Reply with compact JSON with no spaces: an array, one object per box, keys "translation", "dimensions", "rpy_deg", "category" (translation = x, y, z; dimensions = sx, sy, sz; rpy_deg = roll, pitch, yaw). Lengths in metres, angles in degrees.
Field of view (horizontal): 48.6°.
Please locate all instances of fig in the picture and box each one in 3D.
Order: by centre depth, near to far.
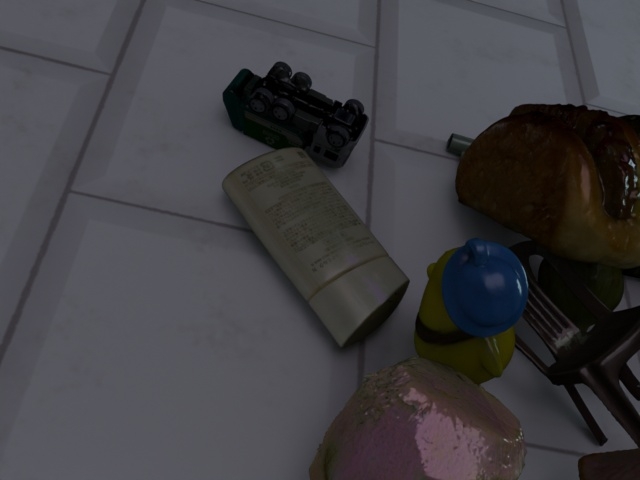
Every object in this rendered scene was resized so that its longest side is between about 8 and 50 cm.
[{"translation":[0.441,0.129,1.191],"dimensions":[0.149,0.149,0.245],"rpy_deg":[7,72,-13],"category":"fig"}]

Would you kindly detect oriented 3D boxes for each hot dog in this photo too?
[{"translation":[0.391,-0.114,1.164],"dimensions":[0.185,0.223,0.405],"rpy_deg":[11,15,-21],"category":"hot dog"}]

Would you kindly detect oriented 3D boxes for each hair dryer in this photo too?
[{"translation":[0.275,-0.152,1.383],"dimensions":[0.063,0.038,0.124],"rpy_deg":[17,59,-3],"category":"hair dryer"}]

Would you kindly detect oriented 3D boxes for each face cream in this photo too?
[{"translation":[0.000,0.000,1.147],"dimensions":[0.173,0.081,0.348],"rpy_deg":[-25,65,-31],"category":"face cream"}]

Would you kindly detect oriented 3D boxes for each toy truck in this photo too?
[{"translation":[-0.048,-0.225,1.275],"dimensions":[0.253,0.124,0.114],"rpy_deg":[27,52,0],"category":"toy truck"}]

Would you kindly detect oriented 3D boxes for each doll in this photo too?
[{"translation":[0.194,0.096,0.969],"dimensions":[0.145,0.363,0.199],"rpy_deg":[-25,61,-9],"category":"doll"}]

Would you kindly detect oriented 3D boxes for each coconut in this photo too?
[{"translation":[0.107,0.283,0.877],"dimensions":[0.233,0.245,0.233],"rpy_deg":[29,14,-8],"category":"coconut"}]

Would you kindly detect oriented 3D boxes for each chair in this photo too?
[{"translation":[0.394,0.140,1.046],"dimensions":[0.175,0.183,0.326],"rpy_deg":[-39,87,-16],"category":"chair"}]

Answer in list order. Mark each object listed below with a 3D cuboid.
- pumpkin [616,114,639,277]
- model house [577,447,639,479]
[{"translation":[0.617,-0.110,1.339],"dimensions":[0.242,0.232,0.325],"rpy_deg":[-9,61,-26],"category":"pumpkin"},{"translation":[0.381,0.403,0.877],"dimensions":[0.237,0.237,0.202],"rpy_deg":[-28,87,-11],"category":"model house"}]
